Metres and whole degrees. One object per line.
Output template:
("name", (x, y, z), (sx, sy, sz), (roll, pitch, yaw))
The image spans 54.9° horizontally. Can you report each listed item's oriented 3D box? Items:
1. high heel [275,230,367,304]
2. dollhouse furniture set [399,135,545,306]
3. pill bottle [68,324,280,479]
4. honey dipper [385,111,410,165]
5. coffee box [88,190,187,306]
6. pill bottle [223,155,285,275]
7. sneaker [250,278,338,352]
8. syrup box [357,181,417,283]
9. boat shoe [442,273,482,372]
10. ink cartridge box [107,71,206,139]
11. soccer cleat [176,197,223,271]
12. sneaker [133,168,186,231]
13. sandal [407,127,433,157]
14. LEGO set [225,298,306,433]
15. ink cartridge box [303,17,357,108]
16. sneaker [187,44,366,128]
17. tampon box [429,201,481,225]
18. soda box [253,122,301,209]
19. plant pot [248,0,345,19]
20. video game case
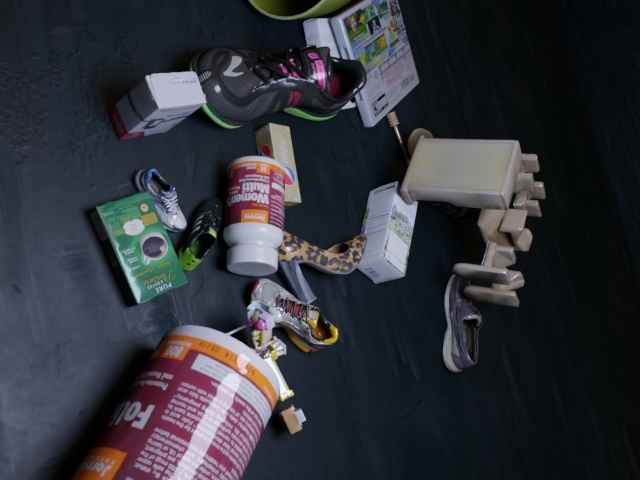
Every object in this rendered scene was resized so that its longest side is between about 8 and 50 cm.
("high heel", (0.000, 0.000, 1.372), (0.261, 0.093, 0.186), (-39, 110, -36))
("dollhouse furniture set", (0.404, -0.082, 1.619), (0.394, 0.256, 0.362), (51, 54, -50))
("pill bottle", (-0.235, 0.344, 0.927), (0.224, 0.224, 0.392), (47, 48, -23))
("honey dipper", (0.228, -0.287, 1.752), (0.030, 0.030, 0.161), (-29, 98, -46))
("coffee box", (-0.321, 0.014, 1.089), (0.113, 0.040, 0.184), (-27, 95, -46))
("pill bottle", (-0.133, -0.048, 1.240), (0.121, 0.121, 0.221), (18, 63, -40))
("sneaker", (-0.050, 0.148, 1.274), (0.225, 0.092, 0.088), (40, 51, -28))
("syrup box", (0.166, -0.022, 1.547), (0.093, 0.096, 0.237), (39, 50, -33))
("boat shoe", (0.399, 0.220, 1.697), (0.103, 0.092, 0.285), (32, 55, -33))
("ink cartridge box", (-0.298, -0.245, 1.123), (0.109, 0.150, 0.063), (-22, 92, -46))
("soccer cleat", (-0.218, -0.016, 1.176), (0.060, 0.072, 0.179), (43, 46, -27))
("sneaker", (-0.290, -0.074, 1.139), (0.135, 0.058, 0.052), (55, 45, -16))
("sandal", (0.291, -0.278, 1.794), (0.079, 0.088, 0.240), (44, 15, 34))
("LEGO set", (-0.121, 0.247, 1.165), (0.107, 0.132, 0.287), (-23, 117, -30))
("ink cartridge box", (0.050, -0.470, 1.639), (0.189, 0.066, 0.232), (-23, 112, -47))
("sneaker", (-0.081, -0.361, 1.343), (0.482, 0.202, 0.185), (-19, 89, -47))
("tampon box", (0.418, -0.132, 1.820), (0.161, 0.120, 0.101), (28, 59, -36))
("soda box", (-0.096, -0.164, 1.364), (0.061, 0.058, 0.181), (1, 76, -45))
("plant pot", (-0.015, -0.664, 1.507), (0.293, 0.274, 0.275), (-24, 93, -63))
("video game case", (0.162, -0.517, 1.708), (0.329, 0.036, 0.300), (-47, 126, -43))
